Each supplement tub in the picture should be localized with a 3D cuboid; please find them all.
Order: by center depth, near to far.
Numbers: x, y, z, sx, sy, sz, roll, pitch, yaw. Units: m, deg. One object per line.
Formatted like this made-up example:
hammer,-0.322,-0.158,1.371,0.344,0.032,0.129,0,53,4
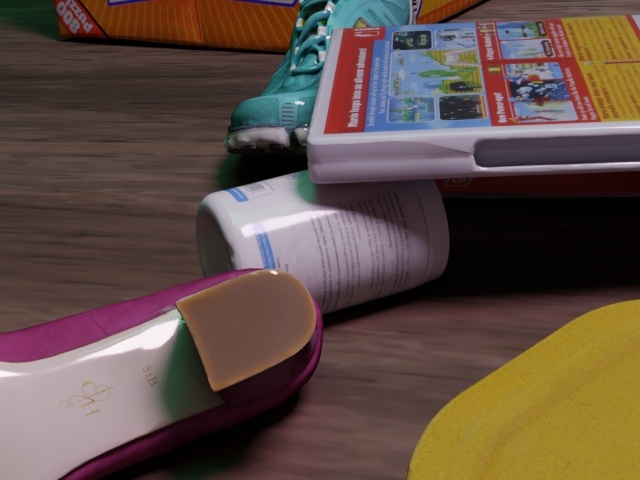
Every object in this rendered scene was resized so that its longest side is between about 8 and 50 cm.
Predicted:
supplement tub,0.000,0.000,0.667,0.107,0.071,0.071,-14,23,-19

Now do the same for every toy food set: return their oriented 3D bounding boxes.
toy food set,0.115,0.087,0.437,0.218,0.071,0.128,-26,52,-35

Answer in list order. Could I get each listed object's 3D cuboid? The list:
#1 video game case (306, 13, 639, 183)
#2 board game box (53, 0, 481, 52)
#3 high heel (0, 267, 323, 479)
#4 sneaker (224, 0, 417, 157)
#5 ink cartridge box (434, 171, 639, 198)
video game case,0.142,-0.079,0.704,0.285,0.025,0.204,-2,23,5
board game box,-0.023,-0.394,1.271,0.356,0.357,0.356,9,26,33
high heel,-0.115,0.067,0.564,0.244,0.082,0.117,-24,-8,-6
sneaker,0.003,-0.124,0.925,0.107,0.110,0.275,0,23,16
ink cartridge box,0.224,-0.101,0.864,0.261,0.066,0.296,3,23,19
